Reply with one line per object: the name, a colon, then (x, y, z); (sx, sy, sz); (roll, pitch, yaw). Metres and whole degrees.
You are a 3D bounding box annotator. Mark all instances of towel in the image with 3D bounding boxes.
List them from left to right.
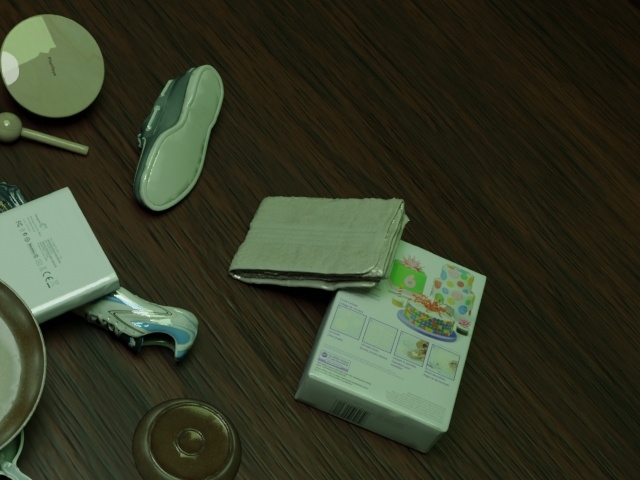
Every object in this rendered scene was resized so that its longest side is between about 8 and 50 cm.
towel: (0.000, 0.000, 1.806); (0.282, 0.049, 0.187); (3, 46, 23)

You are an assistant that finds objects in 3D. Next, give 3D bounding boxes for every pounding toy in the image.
pounding toy: (-0.490, -0.274, 1.884); (0.183, 0.110, 0.237); (11, 82, -26)

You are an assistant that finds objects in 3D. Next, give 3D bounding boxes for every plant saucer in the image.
plant saucer: (-0.539, 0.174, 1.461); (0.310, 0.050, 0.310); (10, 61, -19)
plant saucer: (-0.199, 0.309, 1.602); (0.168, 0.029, 0.168); (9, 54, -12)

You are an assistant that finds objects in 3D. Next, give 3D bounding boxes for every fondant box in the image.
fondant box: (0.123, 0.159, 1.779); (0.238, 0.096, 0.330); (23, 53, -2)

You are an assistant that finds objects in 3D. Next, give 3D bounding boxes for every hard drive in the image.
hard drive: (-0.488, 0.054, 1.614); (0.307, 0.040, 0.203); (-25, 60, -17)

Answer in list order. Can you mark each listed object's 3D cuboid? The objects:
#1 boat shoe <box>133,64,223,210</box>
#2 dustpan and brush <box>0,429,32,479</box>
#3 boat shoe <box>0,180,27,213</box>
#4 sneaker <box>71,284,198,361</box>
boat shoe: (-0.270, -0.181, 1.902); (0.099, 0.116, 0.319); (-4, 52, 32)
dustpan and brush: (-0.458, 0.305, 1.492); (0.211, 0.060, 0.147); (43, 54, 13)
boat shoe: (-0.555, -0.082, 1.735); (0.083, 0.065, 0.183); (-36, 81, -35)
sneaker: (-0.311, 0.122, 1.662); (0.237, 0.085, 0.086); (18, 59, -3)
